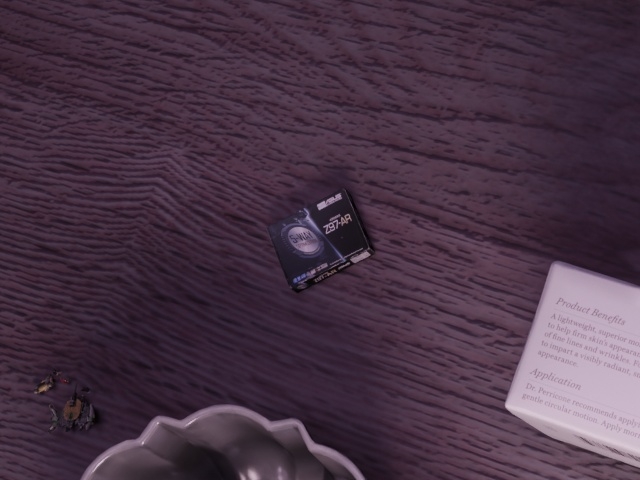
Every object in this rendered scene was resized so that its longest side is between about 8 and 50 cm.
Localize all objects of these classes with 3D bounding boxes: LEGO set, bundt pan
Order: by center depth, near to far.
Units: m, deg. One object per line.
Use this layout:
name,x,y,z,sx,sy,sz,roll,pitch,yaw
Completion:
bundt pan,-0.070,0.307,1.170,0.331,0.124,0.330,-6,72,18
LEGO set,-0.236,0.156,1.340,0.054,0.023,0.083,-33,52,6

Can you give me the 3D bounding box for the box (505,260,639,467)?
box,0.258,0.112,1.075,0.181,0.182,0.119,18,82,25

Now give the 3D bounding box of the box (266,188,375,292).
box,0.000,0.000,1.297,0.083,0.018,0.067,-26,67,12
